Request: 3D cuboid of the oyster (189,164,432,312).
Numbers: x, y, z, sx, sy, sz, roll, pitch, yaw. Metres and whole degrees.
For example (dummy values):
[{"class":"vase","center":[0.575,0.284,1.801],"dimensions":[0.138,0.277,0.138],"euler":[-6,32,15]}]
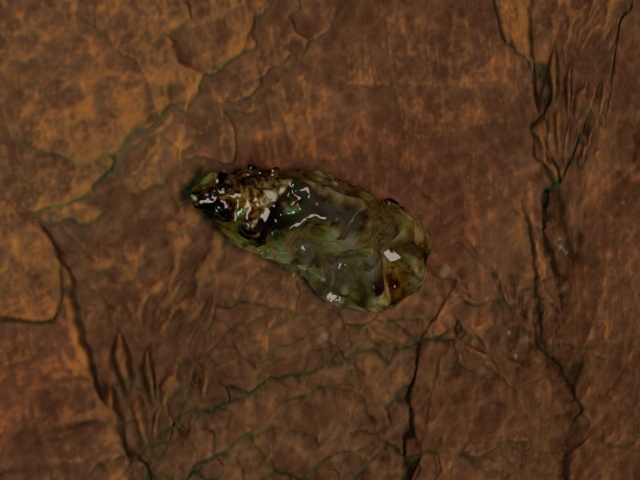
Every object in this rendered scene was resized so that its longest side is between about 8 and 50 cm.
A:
[{"class":"oyster","center":[0.001,-0.002,1.600],"dimensions":[0.345,0.078,0.128],"euler":[21,98,-45]}]
